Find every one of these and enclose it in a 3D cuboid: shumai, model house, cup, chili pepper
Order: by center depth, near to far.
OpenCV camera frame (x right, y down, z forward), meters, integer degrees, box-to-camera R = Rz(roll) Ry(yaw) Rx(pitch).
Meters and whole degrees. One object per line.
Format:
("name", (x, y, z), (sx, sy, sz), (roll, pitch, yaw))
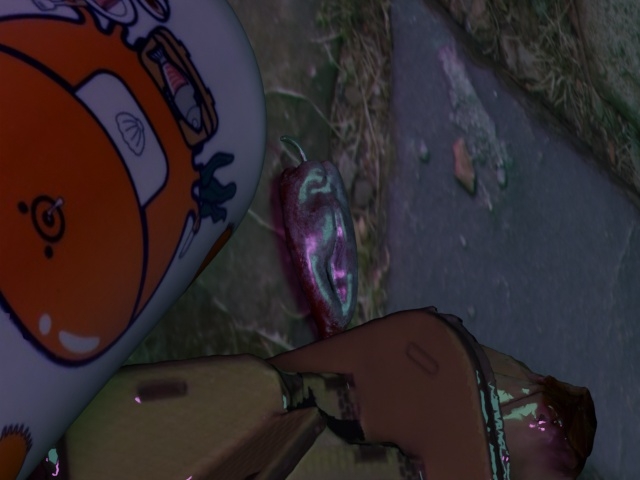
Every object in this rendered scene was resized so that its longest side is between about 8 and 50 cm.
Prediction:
("cup", (-0.164, -0.014, 0.549), (0.212, 0.212, 0.317), (58, 36, -16))
("model house", (-0.073, 0.136, 0.597), (0.279, 0.218, 0.205), (10, 65, -45))
("chili pepper", (0.000, 0.000, 0.892), (0.050, 0.041, 0.153), (-8, 77, -10))
("shumai", (0.128, 0.146, 0.918), (0.201, 0.120, 0.201), (28, 53, -46))
